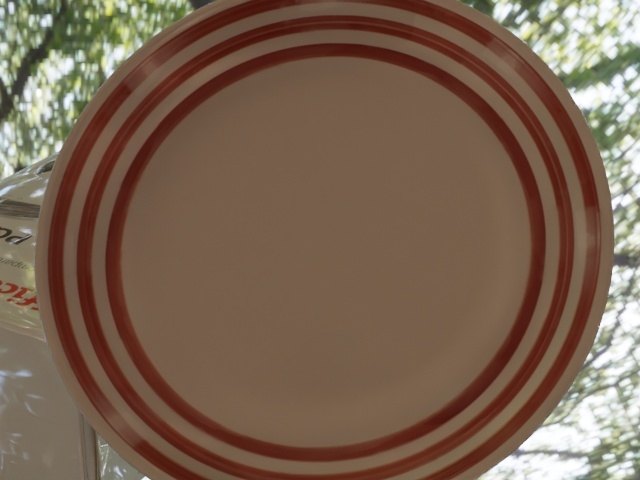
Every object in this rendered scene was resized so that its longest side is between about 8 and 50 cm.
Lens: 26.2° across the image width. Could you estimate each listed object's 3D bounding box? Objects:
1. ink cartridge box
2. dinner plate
[{"bbox_3d":[-0.140,0.034,0.903,0.207,0.117,0.283,14,-151,28],"label":"ink cartridge box"},{"bbox_3d":[0.000,0.000,0.338,0.141,0.017,0.141,-3,-109,9],"label":"dinner plate"}]
